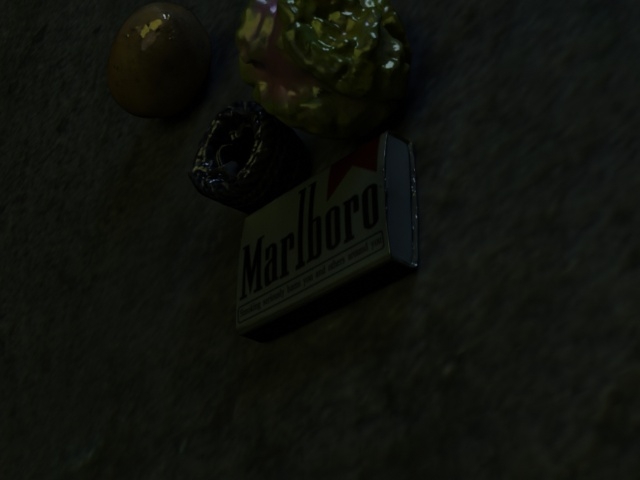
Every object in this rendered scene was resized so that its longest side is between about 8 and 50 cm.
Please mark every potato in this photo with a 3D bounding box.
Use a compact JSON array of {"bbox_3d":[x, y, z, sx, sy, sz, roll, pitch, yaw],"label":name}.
[{"bbox_3d":[-0.174,-0.195,1.077,0.147,0.112,0.112,-39,42,42],"label":"potato"}]

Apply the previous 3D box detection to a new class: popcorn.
[{"bbox_3d":[0.003,-0.145,0.802,0.145,0.126,0.125,16,97,27],"label":"popcorn"}]

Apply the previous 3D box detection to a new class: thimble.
[{"bbox_3d":[-0.060,-0.071,0.885,0.104,0.066,0.095,1,72,49],"label":"thimble"}]

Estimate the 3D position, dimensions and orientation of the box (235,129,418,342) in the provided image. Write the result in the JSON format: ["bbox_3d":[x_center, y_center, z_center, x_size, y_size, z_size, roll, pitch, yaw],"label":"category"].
[{"bbox_3d":[0.000,0.000,0.790,0.177,0.036,0.115,-30,47,40],"label":"box"}]
